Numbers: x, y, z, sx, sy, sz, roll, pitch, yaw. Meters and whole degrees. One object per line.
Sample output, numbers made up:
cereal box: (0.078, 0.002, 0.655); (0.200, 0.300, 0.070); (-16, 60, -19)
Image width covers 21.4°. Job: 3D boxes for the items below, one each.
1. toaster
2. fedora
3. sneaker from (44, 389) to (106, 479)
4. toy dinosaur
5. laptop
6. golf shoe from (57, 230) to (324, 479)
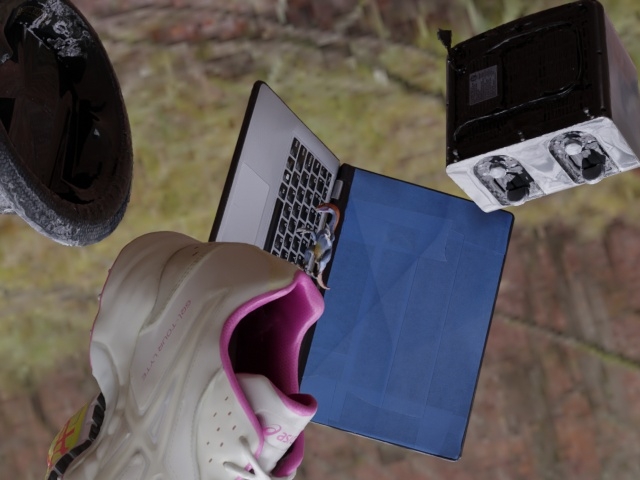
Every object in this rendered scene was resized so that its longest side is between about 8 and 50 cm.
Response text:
toaster: (0.206, -0.130, 1.601); (0.168, 0.185, 0.110); (-17, 139, 24)
fedora: (-0.331, -0.124, 1.772); (0.153, 0.334, 0.334); (-21, 172, 22)
sneaker: (-0.288, 0.269, 2.000); (0.094, 0.081, 0.208); (-29, -158, 38)
toy dinosaur: (0.000, 0.000, 1.949); (0.047, 0.082, 0.090); (28, 170, 26)
laptop: (0.050, 0.046, 2.286); (0.236, 0.382, 0.408); (3, 158, 29)
golf shoe: (-0.079, 0.142, 1.022); (0.140, 0.306, 0.115); (1, 168, 31)
